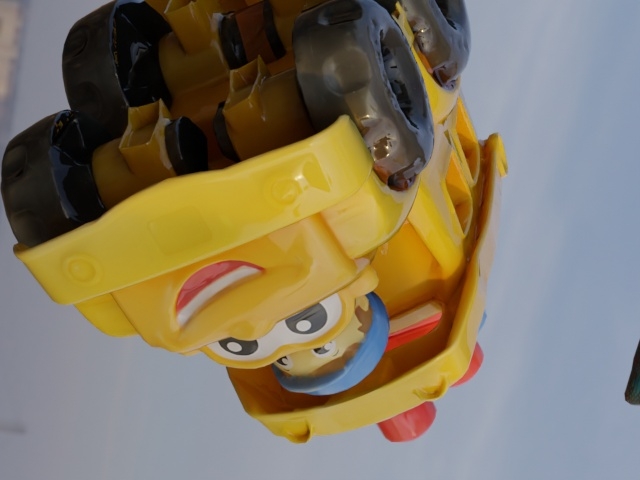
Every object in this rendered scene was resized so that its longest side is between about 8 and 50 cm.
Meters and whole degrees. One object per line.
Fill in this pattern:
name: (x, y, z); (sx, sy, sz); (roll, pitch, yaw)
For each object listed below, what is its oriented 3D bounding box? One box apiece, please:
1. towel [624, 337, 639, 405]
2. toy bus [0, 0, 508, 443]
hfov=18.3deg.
towel: (0.294, -0.071, 0.756); (0.040, 0.271, 0.370); (9, 99, -64)
toy bus: (0.000, 0.000, 0.757); (0.211, 0.149, 0.220); (63, 21, -24)
